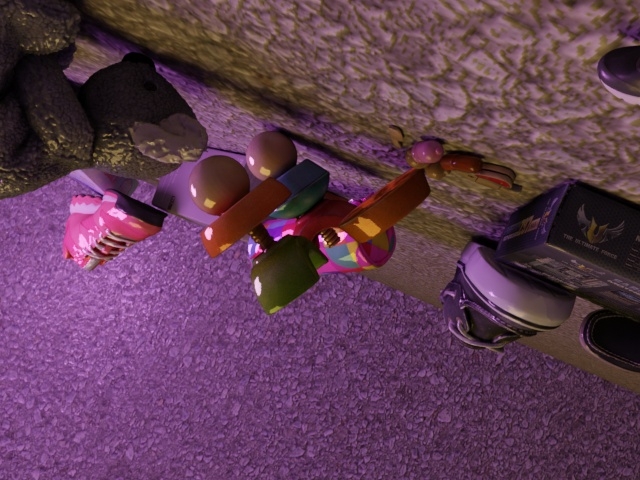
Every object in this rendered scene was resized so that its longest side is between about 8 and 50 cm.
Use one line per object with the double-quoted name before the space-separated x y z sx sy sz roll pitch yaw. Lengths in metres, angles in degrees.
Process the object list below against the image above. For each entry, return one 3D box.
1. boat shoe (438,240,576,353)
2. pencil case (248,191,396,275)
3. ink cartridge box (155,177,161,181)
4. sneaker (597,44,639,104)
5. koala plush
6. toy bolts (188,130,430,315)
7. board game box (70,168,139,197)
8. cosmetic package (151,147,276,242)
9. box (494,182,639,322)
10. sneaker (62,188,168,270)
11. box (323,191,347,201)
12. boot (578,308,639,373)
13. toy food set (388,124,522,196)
"boat shoe" 0.209 0.079 0.831 0.121 0.119 0.335 26 -174 6
"pencil case" 0.000 0.000 1.010 0.236 0.104 0.104 -13 151 42
"ink cartridge box" -0.307 -0.149 1.340 0.175 0.072 0.127 27 174 -37
"sneaker" 0.153 -0.075 0.282 0.083 0.031 0.035 14 157 41
"koala plush" -0.228 -0.123 0.712 0.221 0.203 0.196 12 180 -22
"toy bolts" -0.016 -0.060 0.739 0.158 0.218 0.228 53 -170 -5
"board game box" -0.505 -0.204 1.220 0.319 0.066 0.318 31 168 10
"cosmetic package" -0.169 -0.080 1.159 0.107 0.127 0.238 26 173 -38
"box" 0.287 0.032 0.616 0.233 0.059 0.183 23 176 4
"sneaker" -0.375 -0.006 1.248 0.116 0.136 0.314 27 164 -34
"box" 0.003 -0.060 1.149 0.081 0.028 0.136 23 174 4
"boot" 0.443 0.128 0.816 0.236 0.085 0.178 16 172 8
"toy food set" 0.115 -0.064 0.608 0.122 0.019 0.078 22 175 14
